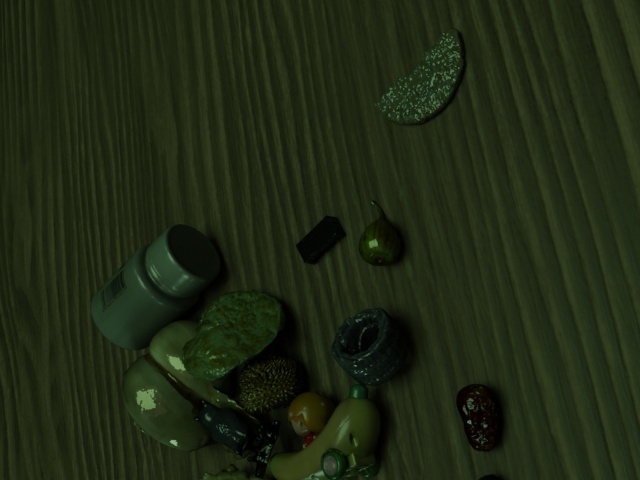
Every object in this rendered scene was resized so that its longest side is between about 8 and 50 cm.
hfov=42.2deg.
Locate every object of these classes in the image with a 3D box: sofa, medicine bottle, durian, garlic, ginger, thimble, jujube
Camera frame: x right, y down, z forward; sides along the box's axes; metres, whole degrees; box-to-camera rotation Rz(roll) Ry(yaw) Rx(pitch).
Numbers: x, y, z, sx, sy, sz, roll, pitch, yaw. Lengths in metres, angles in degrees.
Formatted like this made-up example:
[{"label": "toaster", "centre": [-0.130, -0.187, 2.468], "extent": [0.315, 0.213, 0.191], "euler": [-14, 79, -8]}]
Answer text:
[{"label": "sofa", "centre": [0.000, 0.000, 1.950], "extent": [0.118, 0.039, 0.060], "euler": [-45, 55, 28]}, {"label": "medicine bottle", "centre": [-0.434, 0.122, 2.202], "extent": [0.340, 0.208, 0.208], "euler": [-41, 58, 29]}, {"label": "durian", "centre": [-0.118, 0.329, 1.923], "extent": [0.158, 0.168, 0.136], "euler": [-129, 26, -51]}, {"label": "garlic", "centre": [-0.365, 0.364, 2.122], "extent": [0.313, 0.286, 0.249], "euler": [46, 157, 43]}, {"label": "ginger", "centre": [-0.219, 0.435, 1.995], "extent": [0.193, 0.115, 0.122], "euler": [38, 92, 18]}, {"label": "thimble", "centre": [0.105, 0.224, 1.743], "extent": [0.150, 0.098, 0.150], "euler": [-28, 35, 22]}, {"label": "jujube", "centre": [0.304, 0.340, 1.591], "extent": [0.077, 0.077, 0.129], "euler": [-16, 79, 39]}]

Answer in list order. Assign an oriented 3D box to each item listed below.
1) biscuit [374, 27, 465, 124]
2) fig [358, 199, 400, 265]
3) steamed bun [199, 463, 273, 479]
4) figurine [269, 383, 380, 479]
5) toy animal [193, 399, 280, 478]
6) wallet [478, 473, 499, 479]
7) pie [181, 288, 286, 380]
[{"label": "biscuit", "centre": [0.232, -0.334, 1.809], "extent": [0.250, 0.032, 0.133], "euler": [-43, 58, 27]}, {"label": "fig", "centre": [0.122, -0.026, 1.812], "extent": [0.093, 0.093, 0.166], "euler": [-22, 67, 37]}, {"label": "steamed bun", "centre": [-0.218, 0.637, 1.889], "extent": [0.292, 0.137, 0.295], "euler": [-12, 52, 14]}, {"label": "figurine", "centre": [0.000, 0.431, 1.817], "extent": [0.325, 0.124, 0.222], "euler": [-35, 61, 37]}, {"label": "toy animal", "centre": [-0.205, 0.445, 1.882], "extent": [0.210, 0.117, 0.121], "euler": [20, 104, 12]}, {"label": "wallet", "centre": [0.376, 0.641, 1.481], "extent": [0.406, 0.062, 0.228], "euler": [46, 113, 36]}, {"label": "pie", "centre": [-0.205, 0.225, 1.977], "extent": [0.257, 0.105, 0.274], "euler": [0, 39, 38]}]
